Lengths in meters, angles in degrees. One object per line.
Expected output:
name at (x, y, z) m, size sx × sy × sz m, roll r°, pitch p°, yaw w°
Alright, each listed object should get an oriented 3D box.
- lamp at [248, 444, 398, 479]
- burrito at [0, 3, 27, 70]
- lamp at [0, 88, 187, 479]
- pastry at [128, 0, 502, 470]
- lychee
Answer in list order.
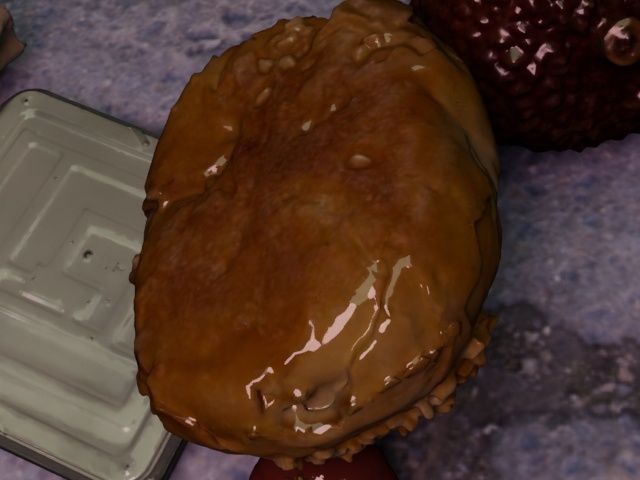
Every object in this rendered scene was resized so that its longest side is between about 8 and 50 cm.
lamp at (0.002, 0.166, 0.618) m, size 0.101 × 0.090 × 0.101 m, roll 1°, pitch 94°, yaw 22°
burrito at (-0.378, -0.083, 0.761) m, size 0.190 × 0.135 × 0.332 m, roll 26°, pitch 63°, yaw -17°
lamp at (-0.183, 0.029, 0.738) m, size 0.266 × 0.047 × 0.269 m, roll 22°, pitch 65°, yaw 11°
pastry at (0.000, 0.000, 0.622) m, size 0.255 × 0.162 × 0.311 m, roll -15°, pitch 53°, yaw 28°
lychee at (0.176, -0.184, 0.724) m, size 0.235 × 0.236 × 0.271 m, roll -9°, pitch 35°, yaw 2°
